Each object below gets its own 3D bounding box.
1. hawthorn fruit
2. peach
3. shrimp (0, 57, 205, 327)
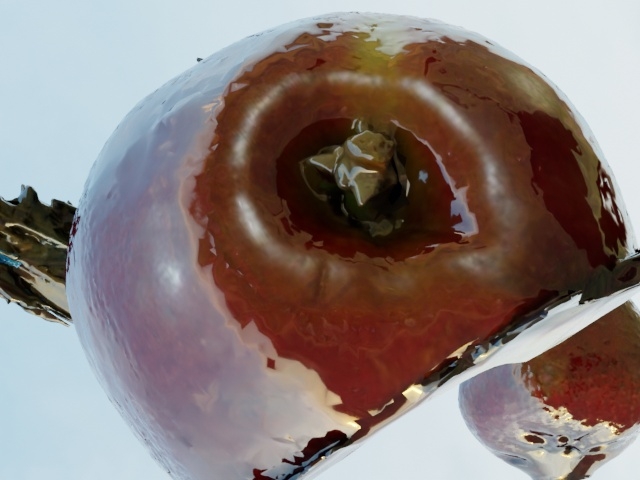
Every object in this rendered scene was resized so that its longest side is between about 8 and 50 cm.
[{"bbox_3d":[0.271,0.127,1.973,0.230,0.210,0.266,85,-158,-53],"label":"hawthorn fruit"},{"bbox_3d":[0.000,0.000,0.898,0.201,0.258,0.361,59,174,5],"label":"peach"},{"bbox_3d":[-0.103,-0.027,1.171,0.290,0.054,0.222,17,-106,-24],"label":"shrimp"}]
